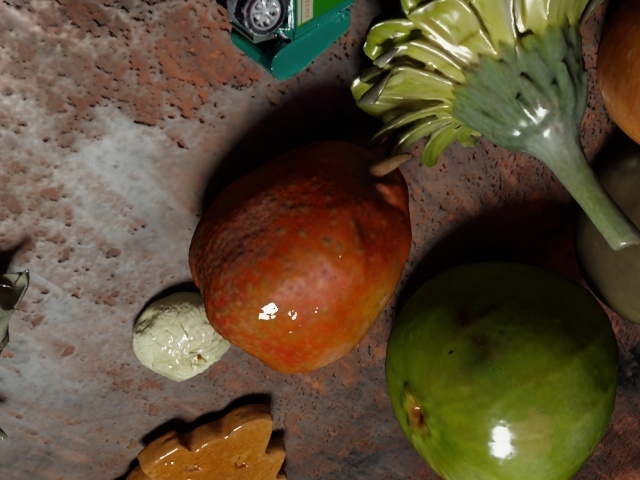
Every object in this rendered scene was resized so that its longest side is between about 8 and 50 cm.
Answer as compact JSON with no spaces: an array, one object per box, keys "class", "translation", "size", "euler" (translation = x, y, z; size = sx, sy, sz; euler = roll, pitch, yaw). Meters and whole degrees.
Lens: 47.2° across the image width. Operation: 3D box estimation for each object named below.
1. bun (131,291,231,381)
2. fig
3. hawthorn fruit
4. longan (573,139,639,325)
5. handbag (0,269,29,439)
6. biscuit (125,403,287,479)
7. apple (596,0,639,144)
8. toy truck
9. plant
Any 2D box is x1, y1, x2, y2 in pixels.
[{"class":"bun","translation":[-0.159,0.116,0.847],"size":[0.115,0.069,0.115],"euler":[-12,130,-15]},{"class":"fig","translation":[0.246,0.160,0.936],"size":[0.316,0.316,0.316],"euler":[-13,132,-16]},{"class":"hawthorn fruit","translation":[0.000,0.000,0.727],"size":[0.262,0.211,0.210],"euler":[-42,133,20]},{"class":"longan","translation":[0.443,-0.014,0.914],"size":[0.257,0.258,0.258],"euler":[-13,132,-16]},{"class":"handbag","translation":[-0.387,0.132,0.724],"size":[0.182,0.117,0.271],"euler":[1,126,-37]},{"class":"biscuit","translation":[-0.155,0.354,1.066],"size":[0.283,0.043,0.306],"euler":[-33,136,1]},{"class":"apple","translation":[0.433,-0.189,0.758],"size":[0.271,0.251,0.206],"euler":[-28,143,-18]},{"class":"toy truck","translation":[-0.041,-0.257,0.570],"size":[0.124,0.114,0.253],"euler":[-21,135,-27]},{"class":"plant","translation":[0.160,-0.139,0.685],"size":[0.261,0.297,0.306],"euler":[5,162,-2]}]
